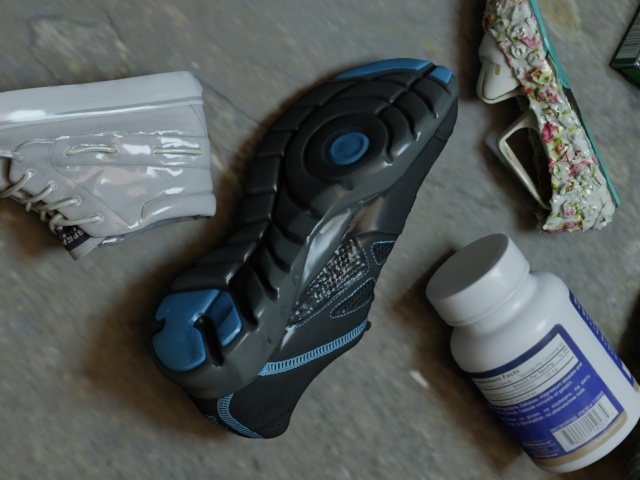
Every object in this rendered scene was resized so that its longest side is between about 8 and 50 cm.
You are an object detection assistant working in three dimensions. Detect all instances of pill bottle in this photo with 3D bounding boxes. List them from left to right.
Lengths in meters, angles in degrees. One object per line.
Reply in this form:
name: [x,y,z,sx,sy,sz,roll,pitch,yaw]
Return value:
pill bottle: [0.174,0.090,1.375,0.112,0.112,0.187,-43,108,-17]

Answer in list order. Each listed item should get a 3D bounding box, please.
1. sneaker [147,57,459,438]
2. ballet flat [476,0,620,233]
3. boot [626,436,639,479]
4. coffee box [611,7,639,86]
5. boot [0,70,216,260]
sneaker: [0.000,0.000,1.309,0.341,0.125,0.140,-51,138,-18]
ballet flat: [0.176,-0.111,1.389,0.077,0.091,0.241,-24,98,0]
boot: [0.353,0.146,1.422,0.189,0.076,0.208,25,46,-3]
coffee box: [0.346,-0.205,1.483,0.113,0.040,0.184,33,78,-22]
boot: [-0.194,-0.045,1.208,0.258,0.095,0.123,-11,90,-25]
